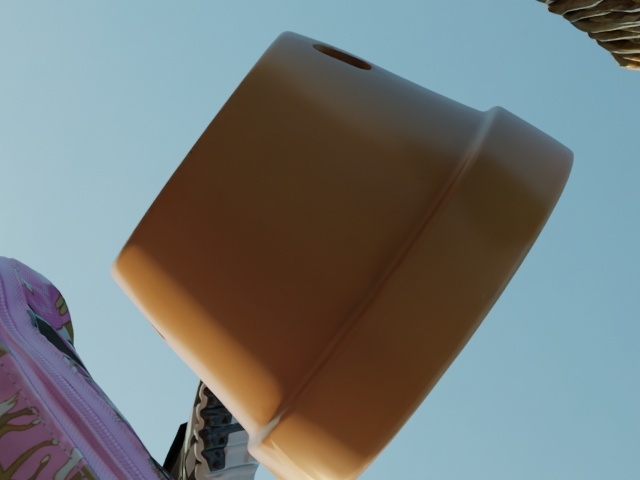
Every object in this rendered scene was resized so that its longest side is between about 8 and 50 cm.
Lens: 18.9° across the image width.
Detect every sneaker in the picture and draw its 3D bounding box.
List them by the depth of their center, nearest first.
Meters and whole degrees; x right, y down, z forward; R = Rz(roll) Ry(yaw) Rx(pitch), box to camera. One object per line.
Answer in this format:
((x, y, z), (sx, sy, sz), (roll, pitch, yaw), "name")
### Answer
((-0.091, 0.175, 1.613), (0.106, 0.078, 0.234), (24, -66, 54), "sneaker")

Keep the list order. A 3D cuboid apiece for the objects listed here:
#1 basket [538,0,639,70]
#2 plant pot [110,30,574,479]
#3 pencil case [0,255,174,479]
((0.259, -0.238, 1.136), (0.213, 0.223, 0.299), (2, -105, 50), "basket")
((0.000, 0.000, 1.263), (0.203, 0.291, 0.291), (36, -53, -3), "plant pot")
((-0.126, 0.138, 0.875), (0.167, 0.160, 0.386), (-41, -145, -7), "pencil case")
